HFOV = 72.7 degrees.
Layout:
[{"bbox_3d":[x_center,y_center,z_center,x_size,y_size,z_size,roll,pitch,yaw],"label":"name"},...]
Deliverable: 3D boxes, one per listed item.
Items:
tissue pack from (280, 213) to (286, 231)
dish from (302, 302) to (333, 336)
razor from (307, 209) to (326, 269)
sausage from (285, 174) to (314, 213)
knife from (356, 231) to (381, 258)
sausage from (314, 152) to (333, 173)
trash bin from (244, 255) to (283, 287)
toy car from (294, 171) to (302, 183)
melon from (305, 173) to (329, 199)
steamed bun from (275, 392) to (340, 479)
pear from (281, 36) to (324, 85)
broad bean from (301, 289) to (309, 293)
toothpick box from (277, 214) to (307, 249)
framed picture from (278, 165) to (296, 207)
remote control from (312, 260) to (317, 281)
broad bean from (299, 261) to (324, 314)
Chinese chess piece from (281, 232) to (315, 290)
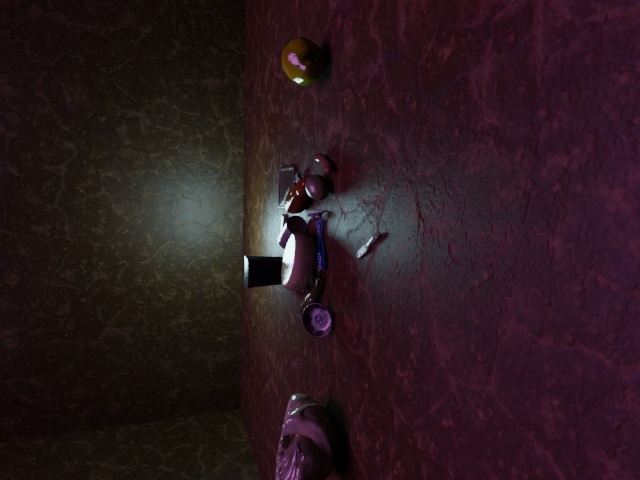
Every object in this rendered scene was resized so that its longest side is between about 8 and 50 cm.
[{"bbox_3d":[-0.211,-0.094,2.474,0.056,0.023,0.108,-136,48,-64],"label":"tissue pack"},{"bbox_3d":[0.001,0.324,1.822,0.141,0.078,0.141,3,96,26],"label":"dish"},{"bbox_3d":[0.000,0.000,1.860,0.081,0.042,0.254,-12,78,29],"label":"razor"},{"bbox_3d":[-0.088,-0.214,2.009,0.348,0.097,0.094,133,125,-62],"label":"sausage"},{"bbox_3d":[0.158,0.020,1.448,0.207,0.014,0.030,126,139,-62],"label":"knife"},{"bbox_3d":[0.017,-0.318,1.784,0.186,0.043,0.043,-121,35,-57],"label":"sausage"},{"bbox_3d":[-0.314,0.175,2.476,0.115,0.225,0.166,-149,61,-68],"label":"trash bin"},{"bbox_3d":[-0.099,-0.276,2.132,0.059,0.035,0.122,133,123,-63],"label":"toy car"},{"bbox_3d":[-0.012,-0.219,1.792,0.131,0.097,0.098,-120,34,-51],"label":"melon"},{"bbox_3d":[-0.041,0.804,1.724,0.352,0.247,0.340,58,-139,-83],"label":"steamed bun"},{"bbox_3d":[-0.069,-0.742,1.807,0.220,0.187,0.188,-113,29,-60],"label":"pear"},{"bbox_3d":[-0.126,0.206,2.181,0.325,0.067,0.075,-155,57,-71],"label":"broad bean"},{"bbox_3d":[-0.140,-0.036,2.147,0.181,0.111,0.111,126,139,-58],"label":"toothpick box"},{"bbox_3d":[-0.186,-0.288,2.399,0.315,0.024,0.232,-160,71,-68],"label":"framed picture"},{"bbox_3d":[-0.024,0.140,1.968,0.039,0.014,0.096,154,114,-66],"label":"remote control"},{"bbox_3d":[-0.036,0.243,1.952,0.098,0.055,0.318,-110,31,-47],"label":"broad bean"},{"bbox_3d":[-0.103,0.097,1.994,0.273,0.102,0.274,-169,90,-75],"label":"Chinese chess piece"}]
